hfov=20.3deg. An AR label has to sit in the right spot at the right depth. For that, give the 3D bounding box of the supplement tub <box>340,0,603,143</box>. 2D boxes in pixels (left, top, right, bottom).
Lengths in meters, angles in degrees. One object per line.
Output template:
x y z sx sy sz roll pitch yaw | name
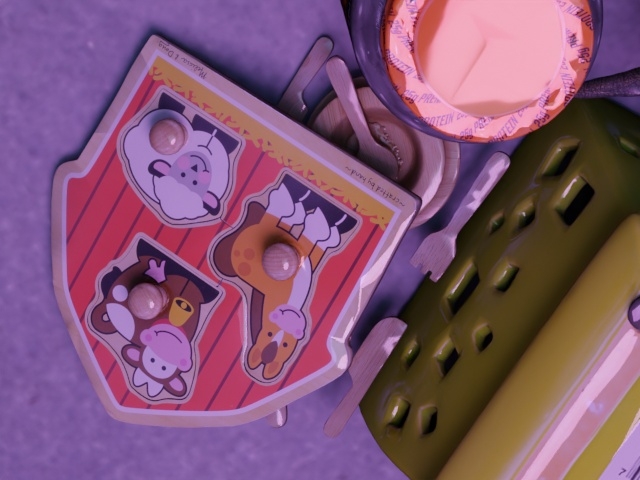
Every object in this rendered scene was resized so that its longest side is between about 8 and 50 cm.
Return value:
0.069 -0.116 0.853 0.117 0.190 0.117 -1 108 -2 | supplement tub

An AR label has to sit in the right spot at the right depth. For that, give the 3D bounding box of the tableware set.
0.000 0.000 0.951 0.128 0.039 0.194 33 105 6 | tableware set

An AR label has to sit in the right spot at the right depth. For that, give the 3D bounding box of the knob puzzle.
-0.067 0.017 0.939 0.213 0.030 0.213 3 98 18 | knob puzzle

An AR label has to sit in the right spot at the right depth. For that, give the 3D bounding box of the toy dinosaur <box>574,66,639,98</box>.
0.284 -0.070 0.921 0.313 0.160 0.121 -1 141 10 | toy dinosaur

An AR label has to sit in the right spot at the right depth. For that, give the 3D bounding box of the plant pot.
0.171 0.086 0.920 0.228 0.207 0.227 31 105 -11 | plant pot
